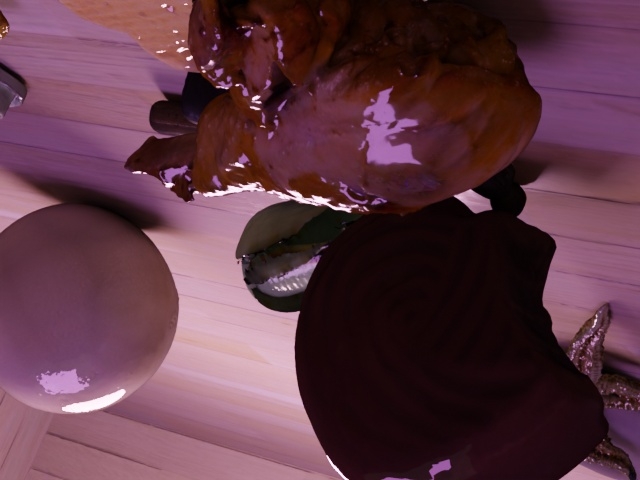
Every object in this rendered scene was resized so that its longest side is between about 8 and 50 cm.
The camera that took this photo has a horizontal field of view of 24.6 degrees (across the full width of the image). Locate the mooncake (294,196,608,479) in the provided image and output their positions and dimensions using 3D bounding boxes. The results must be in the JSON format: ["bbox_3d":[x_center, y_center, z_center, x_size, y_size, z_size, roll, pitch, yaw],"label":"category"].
[{"bbox_3d":[0.127,0.117,1.462,0.334,0.326,0.174,4,158,39],"label":"mooncake"}]

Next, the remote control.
[{"bbox_3d":[0.391,0.259,2.081,0.332,0.103,0.221,27,154,-12],"label":"remote control"}]

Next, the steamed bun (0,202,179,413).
[{"bbox_3d":[-0.376,0.099,2.182,0.324,0.324,0.206,13,175,27],"label":"steamed bun"}]

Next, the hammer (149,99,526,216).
[{"bbox_3d":[-0.001,-0.103,1.569,0.440,0.044,0.168,11,161,32],"label":"hammer"}]

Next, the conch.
[{"bbox_3d":[-0.017,0.008,1.767,0.143,0.137,0.250,27,162,-14],"label":"conch"}]

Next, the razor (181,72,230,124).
[{"bbox_3d":[-0.065,-0.142,1.453,0.148,0.090,0.054,14,171,26],"label":"razor"}]

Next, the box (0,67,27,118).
[{"bbox_3d":[-0.539,-0.179,1.770,0.312,0.182,0.175,35,159,-34],"label":"box"}]

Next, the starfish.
[{"bbox_3d":[0.335,0.202,1.894,0.347,0.078,0.358,1,128,-18],"label":"starfish"}]

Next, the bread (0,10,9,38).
[{"bbox_3d":[-0.428,-0.272,1.516,0.161,0.088,0.233,19,161,26],"label":"bread"}]

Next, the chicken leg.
[{"bbox_3d":[-0.035,-0.130,1.229,0.409,0.182,0.295,-10,144,42],"label":"chicken leg"}]

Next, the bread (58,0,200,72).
[{"bbox_3d":[-0.131,-0.235,1.310,0.316,0.054,0.316,19,162,6],"label":"bread"}]
